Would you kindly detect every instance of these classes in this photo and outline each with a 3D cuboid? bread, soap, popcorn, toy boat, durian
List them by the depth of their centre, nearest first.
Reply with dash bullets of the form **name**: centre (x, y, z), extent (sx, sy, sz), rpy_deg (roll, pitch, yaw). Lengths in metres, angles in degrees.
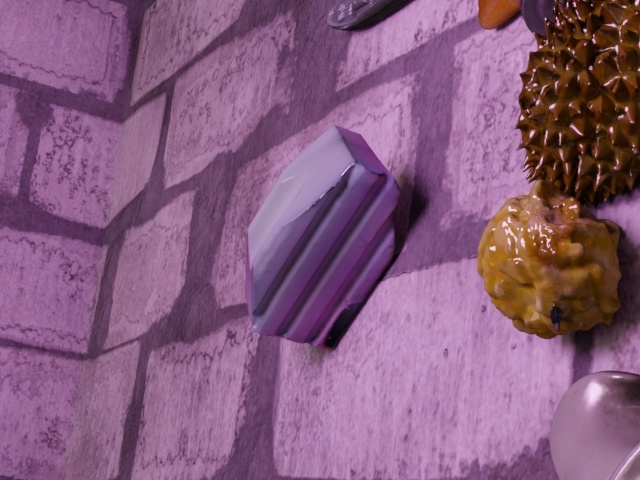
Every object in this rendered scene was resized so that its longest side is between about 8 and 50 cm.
- **popcorn**: centre (0.251, 0.030, 1.151), extent (0.173, 0.142, 0.174), rpy_deg (1, 92, 36)
- **durian**: centre (0.305, -0.182, 1.164), extent (0.166, 0.172, 0.306), rpy_deg (-23, -66, -74)
- **bread**: centre (0.248, -0.347, 1.430), extent (0.136, 0.054, 0.154), rpy_deg (-67, 26, 21)
- **soap**: centre (0.000, 0.000, 1.550), extent (0.324, 0.193, 0.109), rpy_deg (-57, 33, 29)
- **toy boat**: centre (0.083, -0.399, 1.715), extent (0.260, 0.085, 0.078), rpy_deg (-19, 61, 57)

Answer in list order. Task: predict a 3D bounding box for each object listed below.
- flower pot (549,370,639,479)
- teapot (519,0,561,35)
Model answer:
- **flower pot**: centre (0.291, 0.300, 0.911), extent (0.254, 0.164, 0.368), rpy_deg (-5, 73, 66)
- **teapot**: centre (0.298, -0.317, 1.267), extent (0.108, 0.111, 0.149), rpy_deg (-88, 22, -53)
